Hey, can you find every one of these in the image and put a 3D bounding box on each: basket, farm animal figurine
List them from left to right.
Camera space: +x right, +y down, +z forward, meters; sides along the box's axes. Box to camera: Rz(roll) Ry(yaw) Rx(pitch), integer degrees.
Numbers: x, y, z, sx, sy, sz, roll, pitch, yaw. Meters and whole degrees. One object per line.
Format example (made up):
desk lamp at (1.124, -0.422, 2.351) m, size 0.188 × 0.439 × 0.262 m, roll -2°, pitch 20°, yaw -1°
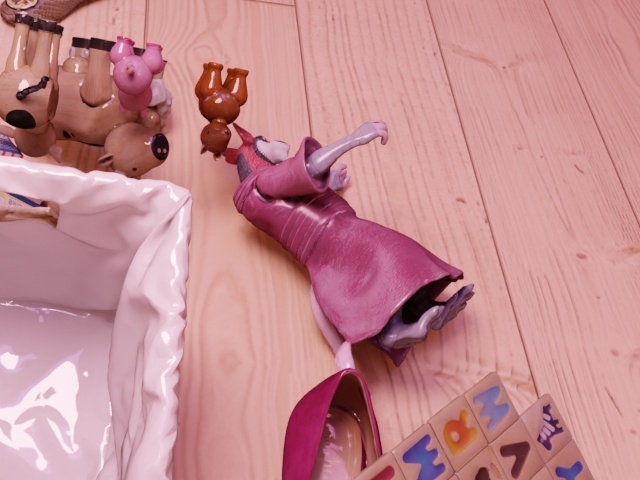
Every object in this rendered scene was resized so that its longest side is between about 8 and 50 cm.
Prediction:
basket at (-0.293, 0.128, 0.774) m, size 0.329 × 0.266 × 0.331 m, roll 6°, pitch 66°, yaw -12°
farm animal figurine at (-0.267, -0.155, 1.078) m, size 0.330 × 0.172 × 0.327 m, roll 5°, pitch 10°, yaw -44°

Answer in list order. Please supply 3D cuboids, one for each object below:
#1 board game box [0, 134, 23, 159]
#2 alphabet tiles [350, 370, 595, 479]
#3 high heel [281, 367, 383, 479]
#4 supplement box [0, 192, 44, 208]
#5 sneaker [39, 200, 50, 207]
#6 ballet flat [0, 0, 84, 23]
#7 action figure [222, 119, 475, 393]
board game box at (-0.452, -0.140, 1.038) m, size 0.147 × 0.045 × 0.193 m, roll 11°, pitch 25°, yaw -47°
alphabet tiles at (0.169, 0.302, 0.876) m, size 0.343 × 0.011 × 0.285 m, roll -27°, pitch 90°, yaw -39°
high heel at (0.016, 0.308, 0.812) m, size 0.127 × 0.181 × 0.377 m, roll 0°, pitch 50°, yaw -16°
supplement box at (-0.356, -0.010, 0.975) m, size 0.083 × 0.056 × 0.083 m, roll 33°, pitch 46°, yaw -41°
sneaker at (-0.266, -0.011, 1.010) m, size 0.087 × 0.221 × 0.083 m, roll 16°, pitch 85°, yaw -25°
ballet flat at (-0.384, -0.396, 1.395) m, size 0.250 × 0.058 × 0.084 m, roll -31°, pitch 63°, yaw -35°
action figure at (0.000, 0.000, 1.112) m, size 0.370 × 0.248 × 0.275 m, roll 38°, pitch 77°, yaw 15°
